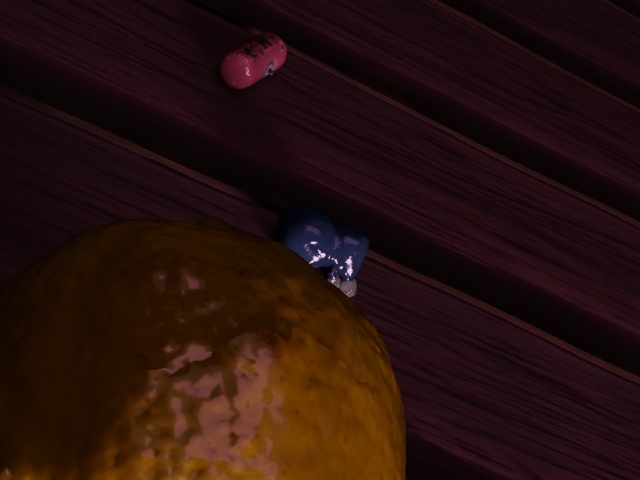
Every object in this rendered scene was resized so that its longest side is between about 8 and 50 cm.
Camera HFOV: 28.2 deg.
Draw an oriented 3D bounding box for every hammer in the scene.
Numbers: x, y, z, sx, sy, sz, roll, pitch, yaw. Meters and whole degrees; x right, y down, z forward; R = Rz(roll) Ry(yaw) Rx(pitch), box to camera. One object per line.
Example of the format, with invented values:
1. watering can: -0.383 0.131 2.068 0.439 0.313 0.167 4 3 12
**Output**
1. hammer: -0.063 -0.172 1.215 0.043 0.043 0.083 42 36 6

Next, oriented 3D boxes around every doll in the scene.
1. doll: 0.000 0.000 1.081 0.083 0.050 0.076 21 36 -18

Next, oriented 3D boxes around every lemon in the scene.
1. lemon: -0.085 0.133 0.700 0.268 0.268 0.322 25 52 -16
